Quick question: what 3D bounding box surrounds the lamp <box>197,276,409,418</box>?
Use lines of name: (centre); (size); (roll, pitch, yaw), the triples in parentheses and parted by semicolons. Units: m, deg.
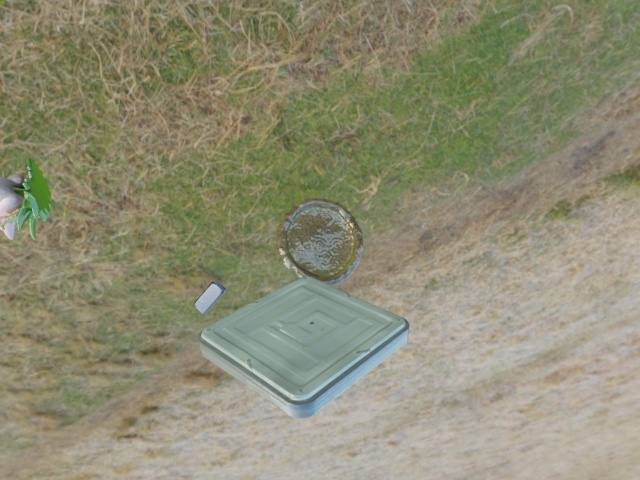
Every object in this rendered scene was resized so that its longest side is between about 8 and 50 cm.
lamp: (-0.027, 0.160, 0.840); (0.269, 0.266, 0.047); (-26, 123, -40)

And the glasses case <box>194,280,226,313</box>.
glasses case: (-0.220, 0.112, 1.002); (0.083, 0.033, 0.023); (-45, 175, 28)

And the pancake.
pancake: (0.000, 0.001, 1.062); (0.199, 0.199, 0.021); (-6, 162, -14)

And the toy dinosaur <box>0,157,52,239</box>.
toy dinosaur: (-0.644, -0.073, 0.989); (0.177, 0.152, 0.194); (-15, 147, -6)
